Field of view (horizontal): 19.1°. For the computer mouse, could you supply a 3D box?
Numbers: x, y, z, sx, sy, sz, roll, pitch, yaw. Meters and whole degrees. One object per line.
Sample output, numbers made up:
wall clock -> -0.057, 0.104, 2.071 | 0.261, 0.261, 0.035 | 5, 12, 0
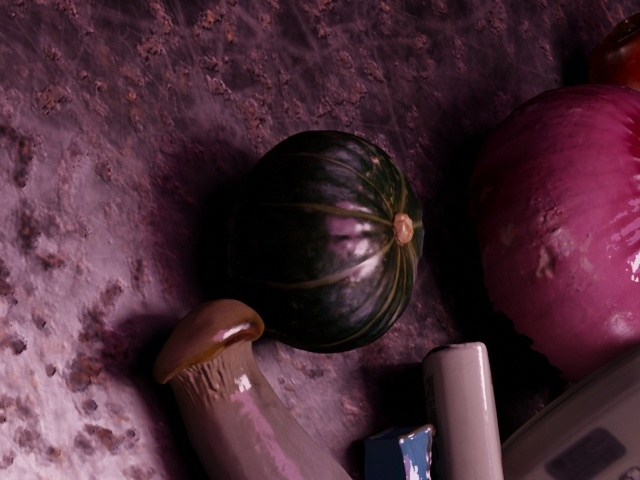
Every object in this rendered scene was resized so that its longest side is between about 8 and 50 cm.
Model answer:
computer mouse -> 0.318, 0.216, 1.948 | 0.197, 0.331, 0.095 | 48, 23, -14

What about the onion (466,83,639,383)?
onion -> 0.341, -0.016, 2.057 | 0.358, 0.345, 0.358 | 56, 8, -12

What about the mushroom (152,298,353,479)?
mushroom -> -0.046, 0.204, 1.710 | 0.159, 0.122, 0.328 | -92, 157, -77

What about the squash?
squash -> 0.005, 0.002, 1.773 | 0.218, 0.172, 0.218 | 29, 50, -43

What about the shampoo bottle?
shampoo bottle -> 0.152, 0.248, 1.889 | 0.153, 0.071, 0.284 | 101, -20, -82

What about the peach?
peach -> 0.411, -0.137, 2.293 | 0.267, 0.154, 0.159 | 60, 32, -29

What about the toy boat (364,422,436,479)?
toy boat -> 0.094, 0.271, 1.853 | 0.077, 0.075, 0.185 | 2, 78, -39
